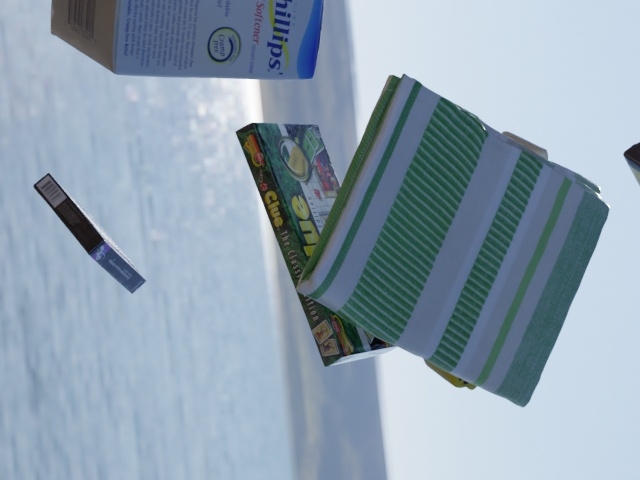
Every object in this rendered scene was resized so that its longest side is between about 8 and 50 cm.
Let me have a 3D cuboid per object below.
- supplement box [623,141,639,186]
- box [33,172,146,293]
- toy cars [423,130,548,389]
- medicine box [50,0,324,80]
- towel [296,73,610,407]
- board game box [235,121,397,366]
[{"bbox_3d":[0.703,-0.044,2.773,0.357,0.194,0.195,56,-4,-28],"label":"supplement box"},{"bbox_3d":[-0.271,-0.006,1.934,0.116,0.029,0.162,48,-5,21],"label":"box"},{"bbox_3d":[0.166,0.036,1.869,0.176,0.087,0.394,67,-27,24],"label":"toy cars"},{"bbox_3d":[-0.181,-0.313,2.172,0.263,0.289,0.149,33,-59,57],"label":"medicine box"},{"bbox_3d":[0.142,0.003,1.637,0.038,0.324,0.248,18,-97,53],"label":"towel"},{"bbox_3d":[0.000,0.000,1.701,0.136,0.030,0.260,-7,74,-58],"label":"board game box"}]
